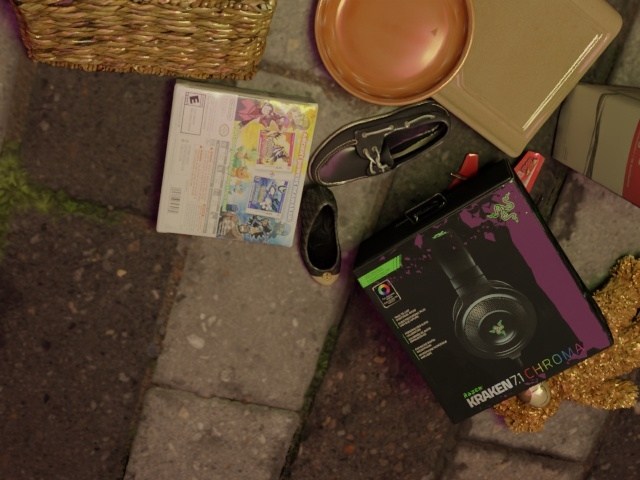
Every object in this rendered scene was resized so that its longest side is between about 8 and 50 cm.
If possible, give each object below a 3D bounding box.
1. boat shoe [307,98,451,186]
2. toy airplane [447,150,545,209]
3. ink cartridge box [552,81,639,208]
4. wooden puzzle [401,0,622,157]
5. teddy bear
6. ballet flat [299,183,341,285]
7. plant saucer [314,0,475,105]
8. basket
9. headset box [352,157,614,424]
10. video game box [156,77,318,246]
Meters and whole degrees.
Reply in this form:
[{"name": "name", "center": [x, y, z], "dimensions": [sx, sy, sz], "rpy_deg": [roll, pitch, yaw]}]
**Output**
[{"name": "boat shoe", "center": [0.079, -0.125, 1.183], "dimensions": [0.206, 0.065, 0.075], "rpy_deg": [-25, 117, 3]}, {"name": "toy airplane", "center": [0.246, -0.070, 1.254], "dimensions": [0.151, 0.028, 0.151], "rpy_deg": [-3, 118, -5]}, {"name": "ink cartridge box", "center": [0.451, -0.119, 1.128], "dimensions": [0.207, 0.283, 0.117], "rpy_deg": [3, 109, -11]}, {"name": "wooden puzzle", "center": [0.250, -0.262, 1.170], "dimensions": [0.221, 0.044, 0.239], "rpy_deg": [33, 100, -20]}, {"name": "teddy bear", "center": [0.397, 0.163, 1.333], "dimensions": [0.338, 0.113, 0.245], "rpy_deg": [-15, 112, -3]}, {"name": "ballet flat", "center": [0.000, 0.000, 1.222], "dimensions": [0.057, 0.049, 0.173], "rpy_deg": [-12, 129, -6]}, {"name": "plant saucer", "center": [0.093, -0.270, 1.112], "dimensions": [0.200, 0.037, 0.200], "rpy_deg": [1, 98, 5]}, {"name": "basket", "center": [-0.204, -0.329, 1.038], "dimensions": [0.299, 0.223, 0.213], "rpy_deg": [1, 79, -10]}, {"name": "headset box", "center": [0.213, 0.060, 1.202], "dimensions": [0.246, 0.131, 0.283], "rpy_deg": [-30, 101, 15]}, {"name": "video game box", "center": [-0.113, -0.101, 1.174], "dimensions": [0.187, 0.048, 0.205], "rpy_deg": [8, 112, -10]}]
